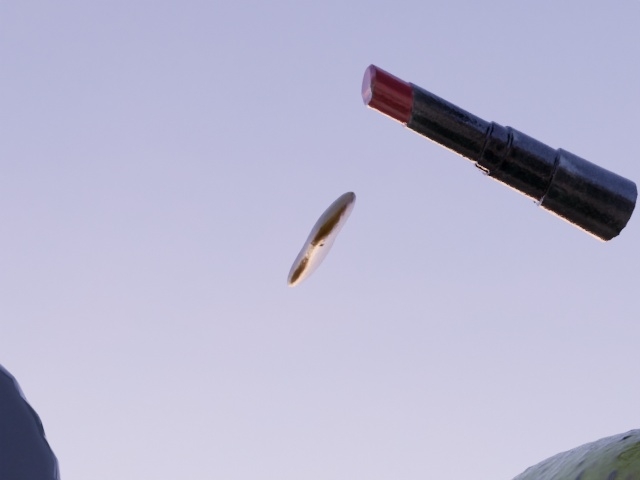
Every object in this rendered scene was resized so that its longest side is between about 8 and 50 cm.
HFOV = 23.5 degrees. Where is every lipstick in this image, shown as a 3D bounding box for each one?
[{"bbox_3d":[0.133,-0.071,1.161,0.234,0.053,0.053,26,-43,-19],"label":"lipstick"}]

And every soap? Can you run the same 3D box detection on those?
[{"bbox_3d":[0.000,0.000,0.788,0.012,0.034,0.089,39,-27,4],"label":"soap"}]

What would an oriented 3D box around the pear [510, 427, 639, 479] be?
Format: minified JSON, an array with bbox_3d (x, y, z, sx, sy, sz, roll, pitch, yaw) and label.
[{"bbox_3d":[0.218,0.251,0.920,0.238,0.342,0.318,-6,-39,-29],"label":"pear"}]

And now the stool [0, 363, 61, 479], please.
[{"bbox_3d":[-0.257,0.194,0.628,0.297,0.297,0.330,19,-47,-10],"label":"stool"}]
